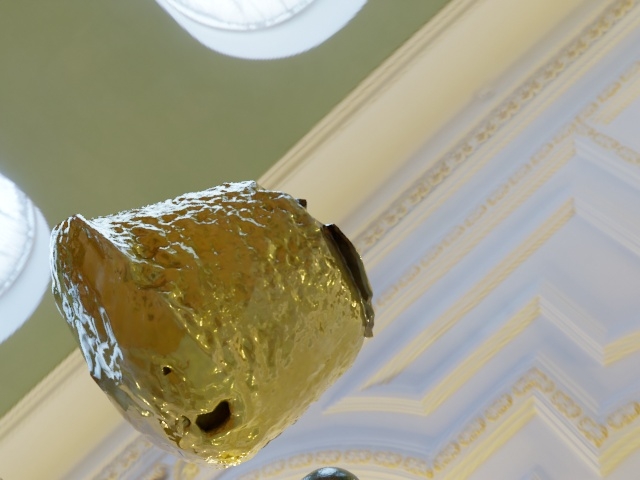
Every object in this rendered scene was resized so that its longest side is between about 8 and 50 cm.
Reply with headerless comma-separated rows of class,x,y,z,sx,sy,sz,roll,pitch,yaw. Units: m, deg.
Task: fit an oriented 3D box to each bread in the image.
bread,-0.076,0.048,0.461,0.171,0.197,0.197,-30,-144,-31

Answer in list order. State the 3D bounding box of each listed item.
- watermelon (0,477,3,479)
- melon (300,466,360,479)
watermelon,-0.619,0.363,1.104,0.154,0.241,0.094,14,-126,6
melon,0.012,0.419,1.082,0.167,0.114,0.114,-49,-145,39
